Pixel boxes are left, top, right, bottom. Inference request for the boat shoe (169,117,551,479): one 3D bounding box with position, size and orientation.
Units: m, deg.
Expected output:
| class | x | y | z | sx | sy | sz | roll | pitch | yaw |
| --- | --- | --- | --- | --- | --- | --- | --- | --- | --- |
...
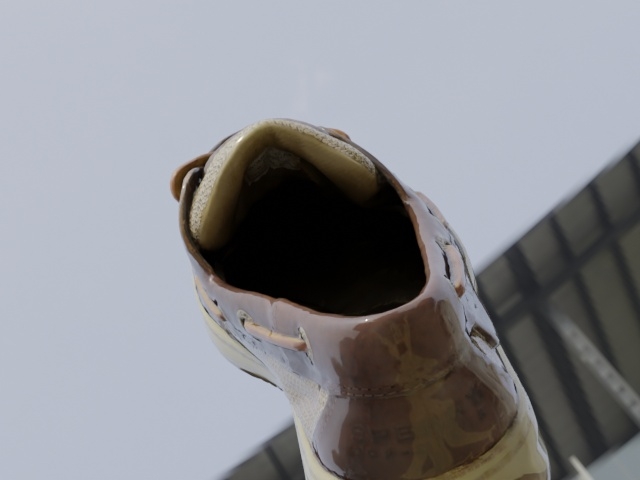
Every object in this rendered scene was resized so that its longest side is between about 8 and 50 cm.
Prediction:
| class | x | y | z | sx | sy | sz | roll | pitch | yaw |
| --- | --- | --- | --- | --- | --- | --- | --- | --- | --- |
| boat shoe | 0.000 | 0.000 | 0.813 | 0.123 | 0.342 | 0.123 | -21 | -65 | -2 |
